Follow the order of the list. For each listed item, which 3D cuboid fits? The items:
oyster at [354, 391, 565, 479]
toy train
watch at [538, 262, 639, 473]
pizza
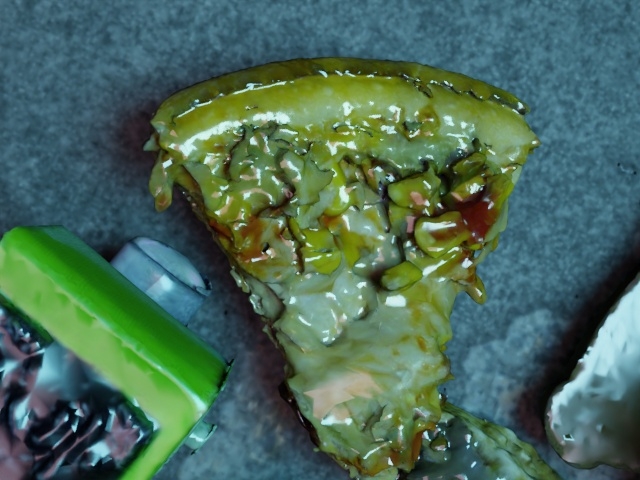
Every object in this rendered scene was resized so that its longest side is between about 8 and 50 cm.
[{"bbox_3d":[0.117,0.204,0.698,0.345,0.078,0.129,43,98,-8],"label":"oyster"},{"bbox_3d":[-0.182,0.133,0.580,0.173,0.249,0.307,40,91,-3],"label":"toy train"},{"bbox_3d":[0.336,0.146,0.571,0.335,0.327,0.314,37,87,-4],"label":"watch"},{"bbox_3d":[0.000,0.000,0.624,0.251,0.074,0.288,20,75,-14],"label":"pizza"}]
